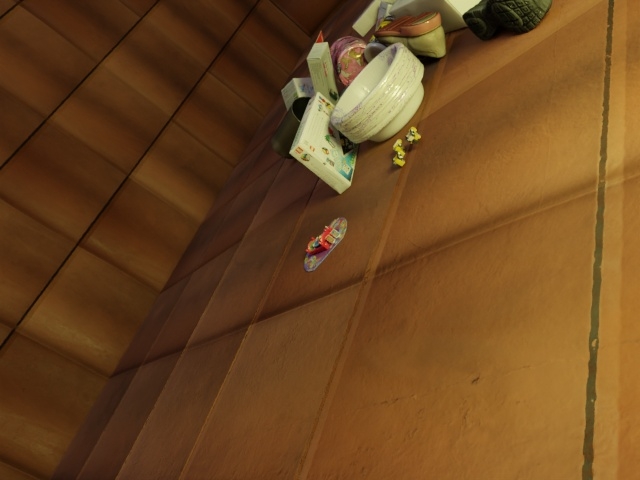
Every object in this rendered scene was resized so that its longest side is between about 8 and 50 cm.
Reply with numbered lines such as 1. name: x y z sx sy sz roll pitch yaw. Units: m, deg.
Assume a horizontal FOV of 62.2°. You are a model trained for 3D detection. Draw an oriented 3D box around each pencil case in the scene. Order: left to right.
1. pencil case: 0.122 -0.709 2.100 0.167 0.160 0.386 -24 26 7

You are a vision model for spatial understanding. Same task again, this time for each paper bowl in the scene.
1. paper bowl: 0.171 -0.391 1.472 0.284 0.148 0.284 -45 21 23

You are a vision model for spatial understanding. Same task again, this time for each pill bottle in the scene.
1. pill bottle: 0.251 -0.719 1.878 0.209 0.119 0.119 -60 21 -17

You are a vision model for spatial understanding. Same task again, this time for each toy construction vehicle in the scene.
1. toy construction vehicle: 0.210 -0.229 1.298 0.086 0.035 0.098 -56 14 28

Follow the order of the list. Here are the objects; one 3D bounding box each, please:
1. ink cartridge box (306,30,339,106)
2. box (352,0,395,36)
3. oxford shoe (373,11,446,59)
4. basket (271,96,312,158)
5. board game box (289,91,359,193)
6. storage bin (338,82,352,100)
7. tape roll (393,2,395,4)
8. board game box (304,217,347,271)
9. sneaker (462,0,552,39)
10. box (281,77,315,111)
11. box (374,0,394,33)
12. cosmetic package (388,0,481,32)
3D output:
1. ink cartridge box: 0.028 -0.631 2.046 0.060 0.275 0.239 2 46 18
2. box: 0.257 -0.964 2.125 0.324 0.067 0.063 -40 22 39
3. oxford shoe: 0.265 -0.606 1.619 0.122 0.130 0.348 -31 26 -4
4. basket: -0.094 -0.447 2.151 0.204 0.154 0.227 -25 -12 -46
5. board game box: 0.025 -0.297 1.578 0.053 0.193 0.305 -37 25 36
6. storage bin: 0.126 -0.490 1.822 0.135 0.091 0.098 -23 36 56
7. tape roll: 0.392 -0.959 2.024 0.321 0.077 0.321 -44 23 24
8. board game box: 0.000 0.000 1.378 0.169 0.033 0.133 -48 21 13
9. sneaker: 0.439 -0.551 1.217 0.130 0.109 0.286 -46 22 2
10. box: -0.043 -0.612 2.225 0.203 0.103 0.114 -15 -5 -34
11. box: 0.241 -0.807 2.026 0.145 0.038 0.186 -100 19 -61
12. cosmetic package: 0.373 -0.748 1.603 0.197 0.155 0.365 -53 21 4
